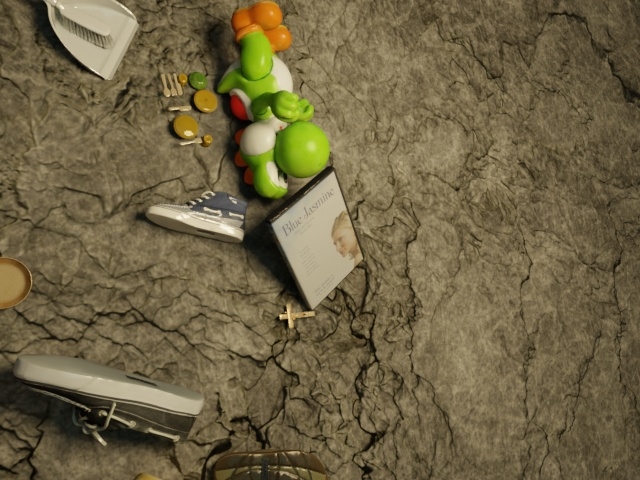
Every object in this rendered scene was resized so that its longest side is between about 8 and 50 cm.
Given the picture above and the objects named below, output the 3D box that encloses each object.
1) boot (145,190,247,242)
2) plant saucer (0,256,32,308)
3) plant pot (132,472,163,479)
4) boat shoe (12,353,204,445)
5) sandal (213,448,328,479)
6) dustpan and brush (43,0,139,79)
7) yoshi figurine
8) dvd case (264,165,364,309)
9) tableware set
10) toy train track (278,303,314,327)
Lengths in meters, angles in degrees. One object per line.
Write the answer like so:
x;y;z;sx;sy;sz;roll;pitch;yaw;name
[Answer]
-0.232;-0.058;0.915;0.190;0.069;0.086;17;68;-32;boot
-0.516;0.069;0.776;0.083;0.015;0.083;4;80;-26;plant saucer
-0.275;0.508;0.722;0.254;0.254;0.239;42;51;-15;plant pot
-0.347;0.269;0.783;0.306;0.113;0.105;29;76;-37;boat shoe
-0.094;0.446;0.916;0.219;0.060;0.090;6;74;-11;sandal
-0.450;-0.405;0.850;0.211;0.060;0.147;24;73;-22;dustpan and brush
-0.070;-0.268;0.952;0.204;0.203;0.362;-5;88;-34;yoshi figurine
0.000;0.000;0.973;0.180;0.022;0.253;-43;132;-24;dvd case
-0.254;-0.261;0.952;0.104;0.024;0.154;-16;89;-31;tableware set
-0.051;0.157;0.999;0.083;0.014;0.048;0;76;-32;toy train track
